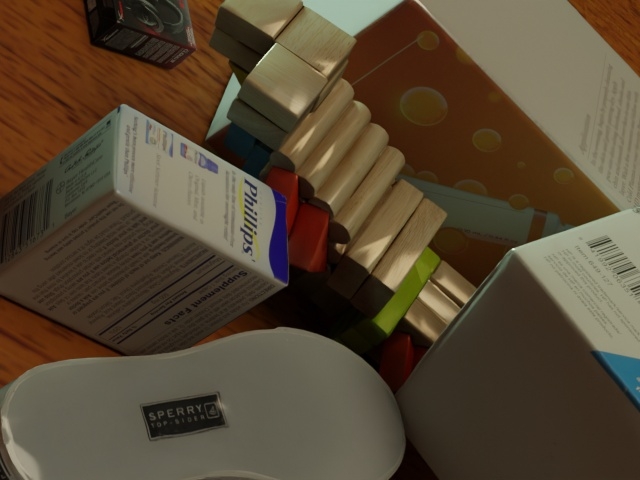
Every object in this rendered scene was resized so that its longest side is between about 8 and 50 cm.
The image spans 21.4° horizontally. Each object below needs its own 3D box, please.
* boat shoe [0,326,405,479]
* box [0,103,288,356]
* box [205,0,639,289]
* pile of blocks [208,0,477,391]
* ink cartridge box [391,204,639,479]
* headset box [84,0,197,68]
[{"bbox_3d":[-0.083,0.124,0.998,0.306,0.105,0.113,-6,73,-45],"label":"boat shoe"},{"bbox_3d":[-0.110,0.001,1.038,0.137,0.126,0.072,30,42,-34],"label":"box"},{"bbox_3d":[0.122,-0.061,1.283,0.345,0.215,0.168,42,39,-20],"label":"box"},{"bbox_3d":[0.000,0.000,1.156,0.362,0.149,0.112,58,47,-26],"label":"pile of blocks"},{"bbox_3d":[0.203,0.094,1.091,0.233,0.168,0.171,-16,59,-43],"label":"ink cartridge box"},{"bbox_3d":[-0.128,-0.164,1.219,0.083,0.032,0.062,14,54,-43],"label":"headset box"}]
